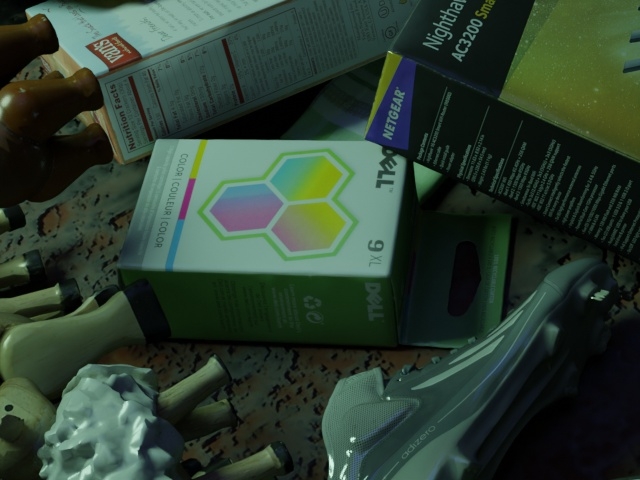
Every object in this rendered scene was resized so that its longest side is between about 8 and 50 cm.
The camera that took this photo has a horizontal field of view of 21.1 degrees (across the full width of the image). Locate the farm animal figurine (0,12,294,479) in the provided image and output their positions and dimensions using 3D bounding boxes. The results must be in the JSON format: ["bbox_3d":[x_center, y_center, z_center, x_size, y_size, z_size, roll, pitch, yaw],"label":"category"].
[{"bbox_3d":[-0.172,0.064,0.838,0.172,0.330,0.327,-25,76,-19],"label":"farm animal figurine"}]

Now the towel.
[{"bbox_3d":[0.058,-0.091,1.080,0.113,0.023,0.152,22,53,28],"label":"towel"}]

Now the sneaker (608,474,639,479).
[{"bbox_3d":[0.238,0.174,0.721,0.295,0.124,0.178,-11,40,9],"label":"sneaker"}]

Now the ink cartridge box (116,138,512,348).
[{"bbox_3d":[0.000,0.000,0.973,0.209,0.062,0.109,2,46,10],"label":"ink cartridge box"}]

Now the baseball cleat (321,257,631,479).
[{"bbox_3d":[0.071,0.070,0.889,0.109,0.072,0.206,18,47,32],"label":"baseball cleat"}]

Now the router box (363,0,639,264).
[{"bbox_3d":[0.198,-0.133,1.016,0.243,0.081,0.309,24,52,8],"label":"router box"}]

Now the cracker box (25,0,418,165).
[{"bbox_3d":[-0.054,-0.141,1.090,0.232,0.067,0.156,-23,30,-14],"label":"cracker box"}]
